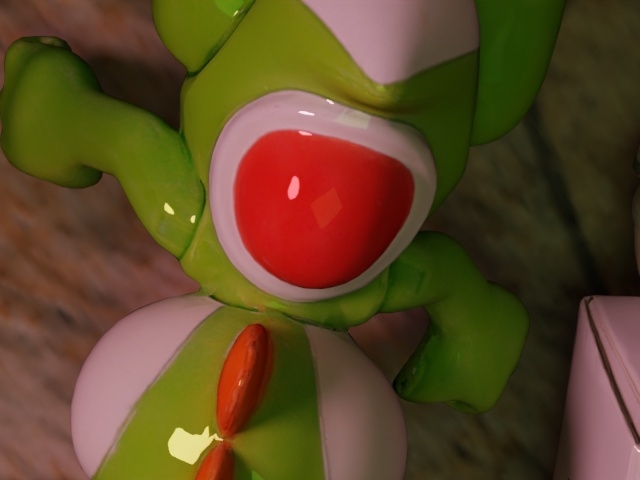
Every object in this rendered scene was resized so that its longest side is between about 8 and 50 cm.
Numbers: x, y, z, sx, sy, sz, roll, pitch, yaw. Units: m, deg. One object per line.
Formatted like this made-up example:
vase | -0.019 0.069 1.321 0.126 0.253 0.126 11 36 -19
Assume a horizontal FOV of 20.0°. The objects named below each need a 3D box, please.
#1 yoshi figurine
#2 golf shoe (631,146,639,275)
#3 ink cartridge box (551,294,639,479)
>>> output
yoshi figurine | -0.011 -0.004 0.679 0.203 0.203 0.362 13 94 -51
golf shoe | 0.211 -0.008 0.738 0.176 0.069 0.086 0 129 -2
ink cartridge box | 0.191 0.163 0.737 0.197 0.114 0.273 2 119 -6
